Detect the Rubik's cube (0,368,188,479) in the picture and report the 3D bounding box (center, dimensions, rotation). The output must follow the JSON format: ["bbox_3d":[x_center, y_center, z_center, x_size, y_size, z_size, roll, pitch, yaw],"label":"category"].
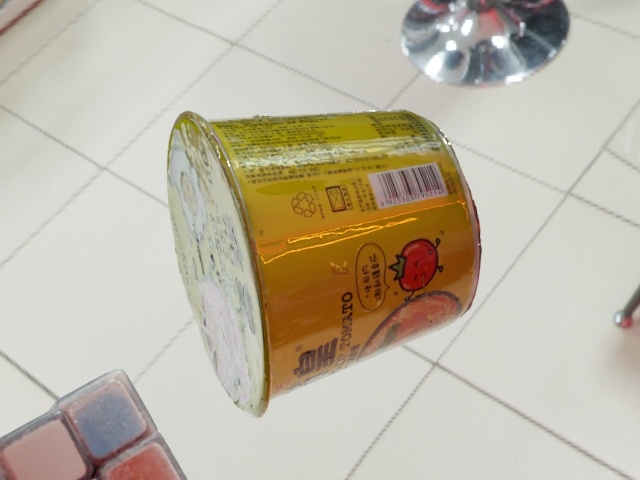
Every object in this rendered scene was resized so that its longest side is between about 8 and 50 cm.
[{"bbox_3d":[-0.243,0.296,0.842,0.253,0.259,0.256,-28,86,-31],"label":"Rubik's cube"}]

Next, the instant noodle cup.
[{"bbox_3d":[0.000,0.000,1.034,0.254,0.325,0.325,-14,50,-20],"label":"instant noodle cup"}]
